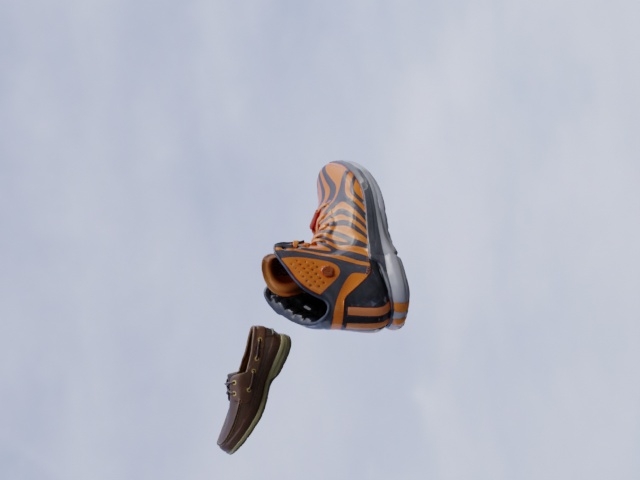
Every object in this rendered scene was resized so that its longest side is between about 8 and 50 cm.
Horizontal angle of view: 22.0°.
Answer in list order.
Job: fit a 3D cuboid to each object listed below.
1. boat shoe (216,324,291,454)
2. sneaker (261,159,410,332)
[{"bbox_3d":[-0.101,0.196,2.181,0.060,0.064,0.178,28,-103,-18],"label":"boat shoe"},{"bbox_3d":[0.000,0.000,2.279,0.321,0.180,0.124,-111,24,-48],"label":"sneaker"}]
